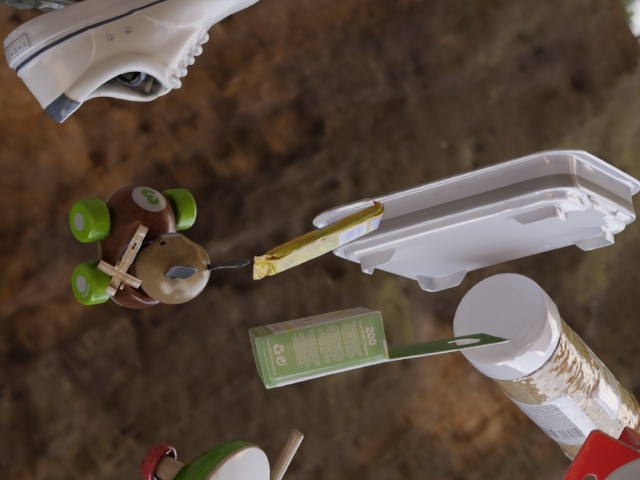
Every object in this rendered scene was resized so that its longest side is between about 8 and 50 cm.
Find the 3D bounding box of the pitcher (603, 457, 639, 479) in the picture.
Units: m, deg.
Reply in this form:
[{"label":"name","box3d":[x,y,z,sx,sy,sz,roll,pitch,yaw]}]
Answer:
[{"label":"pitcher","box3d":[0.333,0.280,1.493,0.178,0.207,0.125,-19,-162,25]}]

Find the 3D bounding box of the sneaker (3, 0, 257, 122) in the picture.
[{"label":"sneaker","box3d":[-0.142,-0.164,1.484,0.258,0.091,0.094,-26,180,-34]}]

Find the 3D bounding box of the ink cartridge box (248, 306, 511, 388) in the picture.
[{"label":"ink cartridge box","box3d":[0.052,0.092,1.724,0.235,0.056,0.171,-12,-179,-4]}]

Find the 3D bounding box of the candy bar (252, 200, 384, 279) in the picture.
[{"label":"candy bar","box3d":[0.000,0.000,1.843,0.161,0.040,0.018,-25,-123,-24]}]

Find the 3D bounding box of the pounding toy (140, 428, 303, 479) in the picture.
[{"label":"pounding toy","box3d":[-0.141,0.297,2.087,0.110,0.183,0.237,24,-165,25]}]

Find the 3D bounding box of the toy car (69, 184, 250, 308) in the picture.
[{"label":"toy car","box3d":[-0.178,0.014,2.083,0.155,0.149,0.188,-8,-169,-40]}]

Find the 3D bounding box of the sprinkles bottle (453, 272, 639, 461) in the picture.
[{"label":"sprinkles bottle","box3d":[0.287,0.167,2.199,0.121,0.355,0.121,-15,-123,23]}]

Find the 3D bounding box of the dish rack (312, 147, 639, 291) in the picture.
[{"label":"dish rack","box3d":[0.189,-0.014,2.054,0.333,0.072,0.285,-16,163,26]}]

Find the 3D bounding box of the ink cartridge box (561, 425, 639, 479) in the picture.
[{"label":"ink cartridge box","box3d":[0.315,0.265,1.638,0.134,0.231,0.078,-61,-174,10]}]

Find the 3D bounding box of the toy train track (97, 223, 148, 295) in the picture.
[{"label":"toy train track","box3d":[-0.203,0.022,1.862,0.083,0.048,0.014,-61,-173,14]}]

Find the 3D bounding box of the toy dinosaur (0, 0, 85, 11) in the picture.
[{"label":"toy dinosaur","box3d":[-0.246,-0.252,1.764,0.268,0.064,0.118,11,-160,22]}]
